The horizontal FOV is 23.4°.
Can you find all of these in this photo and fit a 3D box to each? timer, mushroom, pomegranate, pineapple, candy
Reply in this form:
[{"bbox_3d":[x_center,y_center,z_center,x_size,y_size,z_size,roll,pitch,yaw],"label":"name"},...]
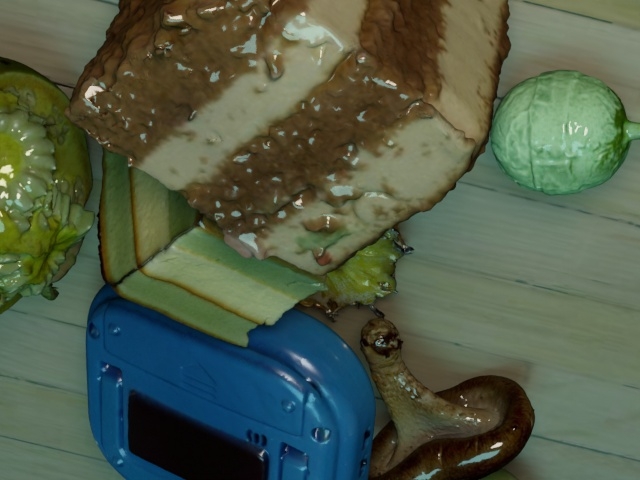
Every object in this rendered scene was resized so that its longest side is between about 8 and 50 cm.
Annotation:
[{"bbox_3d":[-0.107,0.186,1.684,0.340,0.115,0.309,22,132,20],"label":"timer"},{"bbox_3d":[0.092,0.175,1.685,0.227,0.148,0.217,-32,114,20],"label":"mushroom"},{"bbox_3d":[-0.335,-0.039,1.522,0.260,0.260,0.340,-6,153,15],"label":"pomegranate"},{"bbox_3d":[0.000,0.000,1.617,0.221,0.047,0.221,8,132,9],"label":"pineapple"},{"bbox_3d":[0.370,-0.099,1.388,0.440,0.119,0.119,0,130,21],"label":"candy"}]

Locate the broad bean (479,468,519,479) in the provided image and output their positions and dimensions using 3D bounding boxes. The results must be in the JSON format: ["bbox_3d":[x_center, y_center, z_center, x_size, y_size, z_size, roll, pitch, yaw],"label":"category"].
[{"bbox_3d":[0.145,0.369,1.846,0.238,0.119,0.291,32,126,-4],"label":"broad bean"}]

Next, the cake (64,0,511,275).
[{"bbox_3d":[-0.017,-0.166,1.338,0.290,0.282,0.256,36,133,-23],"label":"cake"}]

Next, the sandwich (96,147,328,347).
[{"bbox_3d":[-0.097,-0.040,1.522,0.198,0.227,0.155,26,134,-38],"label":"sandwich"}]
